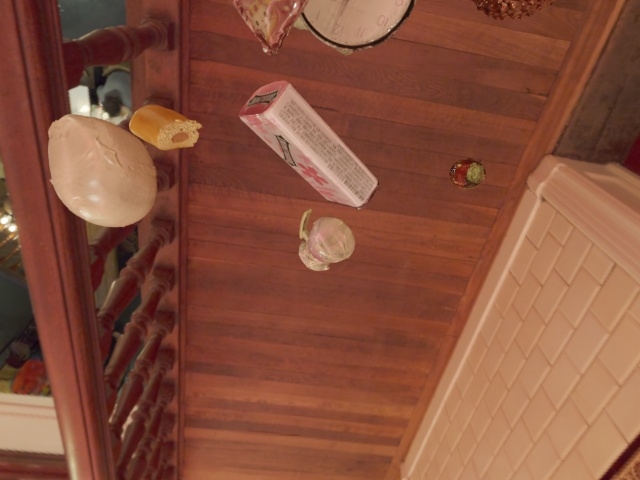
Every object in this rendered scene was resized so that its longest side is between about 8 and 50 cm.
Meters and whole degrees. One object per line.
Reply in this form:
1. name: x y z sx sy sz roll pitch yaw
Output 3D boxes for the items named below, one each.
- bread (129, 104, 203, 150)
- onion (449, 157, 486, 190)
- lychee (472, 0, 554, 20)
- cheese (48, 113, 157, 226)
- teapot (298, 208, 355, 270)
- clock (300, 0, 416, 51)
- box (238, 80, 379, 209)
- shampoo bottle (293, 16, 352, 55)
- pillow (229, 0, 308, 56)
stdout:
1. bread: -0.420 -0.308 1.129 0.173 0.134 0.085 28 123 26
2. onion: 0.490 -0.226 1.418 0.117 0.119 0.119 21 120 -34
3. lychee: 0.454 -0.644 0.953 0.264 0.300 0.264 12 120 21
4. cheese: -0.407 -0.120 0.799 0.154 0.198 0.189 -30 73 13
5. teapot: 0.000 0.000 0.569 0.083 0.064 0.064 50 136 2
6. clock: 0.081 -0.605 0.983 0.312 0.061 0.313 2 133 2
7. box: -0.019 -0.232 1.080 0.369 0.190 0.112 39 82 -34
8. shampoo bottle: -0.002 -0.592 1.123 0.234 0.118 0.087 19 81 -24
9. pillow: -0.033 -0.321 0.484 0.185 0.043 0.118 -40 83 33
